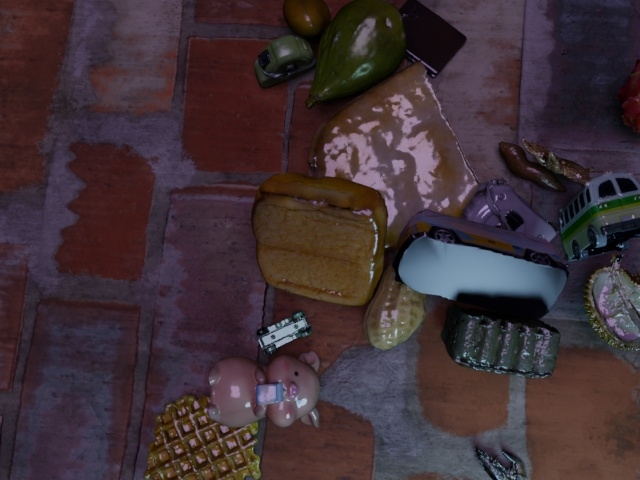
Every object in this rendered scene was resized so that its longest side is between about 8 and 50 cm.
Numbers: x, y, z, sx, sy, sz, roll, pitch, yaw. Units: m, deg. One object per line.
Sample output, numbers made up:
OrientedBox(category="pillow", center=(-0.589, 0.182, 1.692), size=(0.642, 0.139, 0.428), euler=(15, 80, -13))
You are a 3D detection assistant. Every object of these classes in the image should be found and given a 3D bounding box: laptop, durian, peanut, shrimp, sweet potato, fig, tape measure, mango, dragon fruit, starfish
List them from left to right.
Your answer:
OrientedBox(category="tape measure", center=(-0.095, -0.497, 1.561), size=(0.178, 0.154, 0.087), euler=(-22, 82, -4))
OrientedBox(category="mango", center=(-0.035, -0.611, 1.540), size=(0.139, 0.253, 0.113), euler=(31, 112, -23))
OrientedBox(category="fig", center=(0.071, -0.503, 1.506), size=(0.314, 0.233, 0.233), euler=(-22, 81, -2))
OrientedBox(category="peanut", center=(0.216, 0.140, 1.457), size=(0.147, 0.147, 0.305), euler=(25, 80, 7))
OrientedBox(category="laptop", center=(0.290, -0.576, 1.606), size=(0.207, 0.026, 0.154), euler=(40, 84, 7))
OrientedBox(category="tape measure", center=(0.458, -0.035, 1.449), size=(0.236, 0.120, 0.197), euler=(38, 103, -16))
OrientedBox(category="shrimp", center=(0.455, 0.567, 1.428), size=(0.161, 0.034, 0.091), euler=(45, 75, 2))
OrientedBox(category="sweet potato", center=(0.561, -0.189, 1.515), size=(0.218, 0.051, 0.065), euler=(38, 122, 2))
OrientedBox(category="starfish", center=(0.613, -0.205, 1.454), size=(0.236, 0.277, 0.062), euler=(46, 122, 36))
OrientedBox(category="durian", center=(0.740, 0.154, 1.411), size=(0.194, 0.138, 0.237), euler=(-5, 84, 6))
OrientedBox(category="dragon fruit", center=(0.890, -0.394, 1.454), size=(0.268, 0.210, 0.205), euler=(-49, 121, -1))

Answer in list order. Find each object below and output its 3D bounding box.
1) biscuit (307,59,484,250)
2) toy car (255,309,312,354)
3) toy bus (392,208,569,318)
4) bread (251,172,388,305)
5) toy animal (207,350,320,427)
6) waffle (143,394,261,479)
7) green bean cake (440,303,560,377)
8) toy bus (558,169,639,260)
OrientedBox(category="biscuit", center=(0.188, -0.185, 1.508), size=(0.446, 0.104, 0.429), euler=(-32, 91, -2))
OrientedBox(category="toy car", center=(-0.096, 0.243, 1.499), size=(0.143, 0.054, 0.073), euler=(-26, 82, -4))
OrientedBox(category="toy bus", center=(0.359, 0.048, 1.340), size=(0.387, 0.162, 0.171), euler=(14, 120, -5))
OrientedBox(category="bread", center=(0.003, -0.005, 1.417), size=(0.337, 0.148, 0.327), euler=(10, 127, 16))
OrientedBox(category="toy animal", center=(-0.131, 0.366, 1.402), size=(0.257, 0.213, 0.194), euler=(1, 78, 3))
OrientedBox(category="waffle", center=(-0.306, 0.544, 1.468), size=(0.301, 0.058, 0.281), euler=(-2, 82, 3))
OrientedBox(category="green bean cake", center=(0.423, 0.234, 1.366), size=(0.241, 0.255, 0.132), euler=(7, 91, 5))
OrientedBox(category="toy bus", center=(0.680, -0.052, 1.378), size=(0.134, 0.276, 0.164), euler=(-13, 75, 2))
